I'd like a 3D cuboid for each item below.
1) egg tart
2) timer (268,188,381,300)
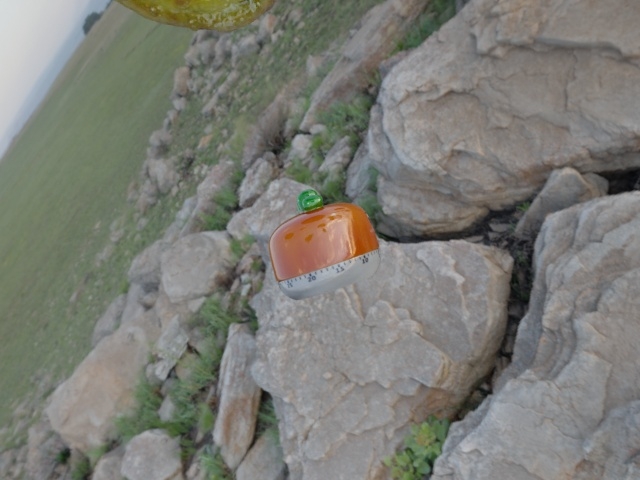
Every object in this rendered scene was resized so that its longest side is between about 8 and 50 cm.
[{"bbox_3d":[-0.128,-0.276,0.459,0.191,0.191,0.074,-8,75,48],"label":"egg tart"},{"bbox_3d":[0.000,0.000,0.562,0.136,0.136,0.099,-59,-5,-5],"label":"timer"}]
